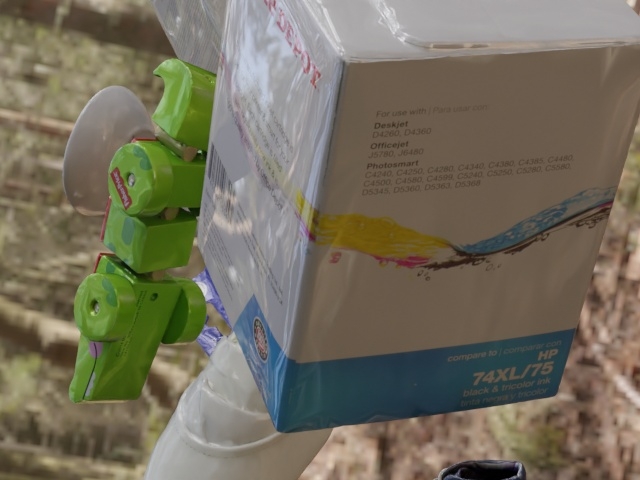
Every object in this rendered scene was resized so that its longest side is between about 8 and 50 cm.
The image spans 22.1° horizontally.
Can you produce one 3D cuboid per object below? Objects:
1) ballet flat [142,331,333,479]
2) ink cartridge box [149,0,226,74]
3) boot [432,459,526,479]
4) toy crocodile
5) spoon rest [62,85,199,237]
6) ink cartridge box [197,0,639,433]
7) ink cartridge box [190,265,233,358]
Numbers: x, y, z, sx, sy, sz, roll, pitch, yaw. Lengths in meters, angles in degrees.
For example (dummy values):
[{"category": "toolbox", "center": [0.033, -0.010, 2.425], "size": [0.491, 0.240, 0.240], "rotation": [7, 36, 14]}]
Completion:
[{"category": "ballet flat", "center": [-0.023, 0.102, 1.452], "size": [0.400, 0.139, 0.139], "rotation": [-42, -6, -34]}, {"category": "ink cartridge box", "center": [-0.099, -0.196, 1.659], "size": [0.225, 0.056, 0.181], "rotation": [61, 163, 9]}, {"category": "boot", "center": [0.121, 0.262, 1.651], "size": [0.069, 0.190, 0.086], "rotation": [-77, -22, -57]}, {"category": "toy crocodile", "center": [-0.161, 0.000, 1.517], "size": [0.105, 0.115, 0.341], "rotation": [35, 115, 40]}, {"category": "spoon rest", "center": [-0.195, -0.070, 1.740], "size": [0.276, 0.084, 0.137], "rotation": [40, -111, -60]}, {"category": "ink cartridge box", "center": [0.051, -0.054, 1.014], "size": [0.198, 0.197, 0.270], "rotation": [-117, 29, -47]}, {"category": "ink cartridge box", "center": [0.000, 0.000, 1.919], "size": [0.176, 0.371, 0.069], "rotation": [47, 165, 47]}]
